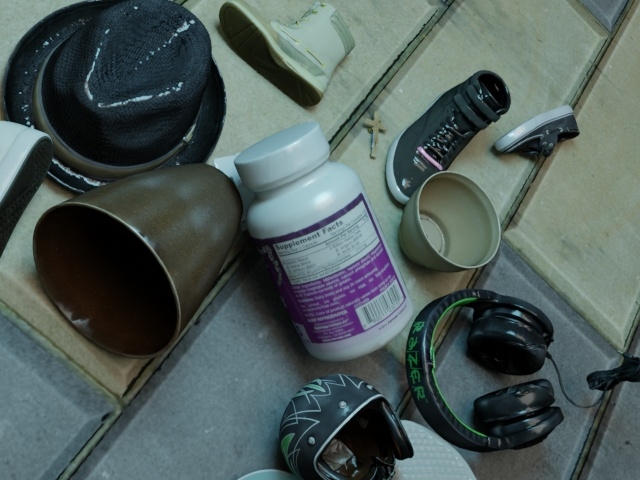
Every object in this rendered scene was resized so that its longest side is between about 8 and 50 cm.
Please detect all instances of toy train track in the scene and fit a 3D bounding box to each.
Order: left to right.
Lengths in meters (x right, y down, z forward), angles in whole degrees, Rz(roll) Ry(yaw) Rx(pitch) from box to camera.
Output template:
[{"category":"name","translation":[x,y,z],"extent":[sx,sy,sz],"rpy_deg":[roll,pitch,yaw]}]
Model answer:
[{"category":"toy train track","translation":[0.090,-0.178,1.357],"extent":[0.048,0.014,0.083],"rpy_deg":[16,70,-32]}]

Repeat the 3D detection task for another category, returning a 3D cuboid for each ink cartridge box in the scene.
[{"category":"ink cartridge box","translation":[-0.077,-0.080,1.192],"extent":[0.180,0.060,0.104],"rpy_deg":[-13,79,-33]}]

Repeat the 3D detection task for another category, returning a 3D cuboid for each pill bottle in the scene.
[{"category":"pill bottle","translation":[0.000,0.000,1.092],"extent":[0.169,0.169,0.302],"rpy_deg":[-37,111,-35]}]

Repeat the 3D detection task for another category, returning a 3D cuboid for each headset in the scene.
[{"category":"headset","translation":[0.320,0.201,1.235],"extent":[0.394,0.185,0.243],"rpy_deg":[12,66,-29]}]

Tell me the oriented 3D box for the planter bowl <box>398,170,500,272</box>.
[{"category":"planter bowl","translation":[0.194,-0.017,1.294],"extent":[0.162,0.109,0.162],"rpy_deg":[11,66,-25]}]

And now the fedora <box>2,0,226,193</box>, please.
[{"category":"fedora","translation":[-0.257,-0.223,1.090],"extent":[0.334,0.152,0.334],"rpy_deg":[11,66,-26]}]

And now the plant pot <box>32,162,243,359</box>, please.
[{"category":"plant pot","translation":[-0.204,-0.003,1.023],"extent":[0.215,0.215,0.230],"rpy_deg":[48,40,-5]}]

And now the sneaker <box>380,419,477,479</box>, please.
[{"category":"sneaker","translation":[0.186,0.407,1.128],"extent":[0.126,0.127,0.321],"rpy_deg":[-24,60,-40]}]

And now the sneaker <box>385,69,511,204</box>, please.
[{"category":"sneaker","translation":[0.219,-0.187,1.353],"extent":[0.104,0.147,0.296],"rpy_deg":[44,57,-10]}]

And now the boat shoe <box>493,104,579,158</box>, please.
[{"category":"boat shoe","translation":[0.418,-0.194,1.517],"extent":[0.228,0.080,0.076],"rpy_deg":[-24,83,-42]}]

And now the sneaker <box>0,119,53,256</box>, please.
[{"category":"sneaker","translation":[-0.442,-0.024,0.955],"extent":[0.123,0.106,0.290],"rpy_deg":[20,61,5]}]

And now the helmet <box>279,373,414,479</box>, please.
[{"category":"helmet","translation":[0.025,0.257,1.053],"extent":[0.169,0.169,0.161],"rpy_deg":[-39,97,-35]}]

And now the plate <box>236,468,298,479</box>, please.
[{"category":"plate","translation":[-0.067,0.394,1.037],"extent":[0.188,0.024,0.188],"rpy_deg":[10,67,-26]}]

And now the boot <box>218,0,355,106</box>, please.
[{"category":"boot","translation":[-0.050,-0.342,1.302],"extent":[0.213,0.077,0.165],"rpy_deg":[41,57,-16]}]
